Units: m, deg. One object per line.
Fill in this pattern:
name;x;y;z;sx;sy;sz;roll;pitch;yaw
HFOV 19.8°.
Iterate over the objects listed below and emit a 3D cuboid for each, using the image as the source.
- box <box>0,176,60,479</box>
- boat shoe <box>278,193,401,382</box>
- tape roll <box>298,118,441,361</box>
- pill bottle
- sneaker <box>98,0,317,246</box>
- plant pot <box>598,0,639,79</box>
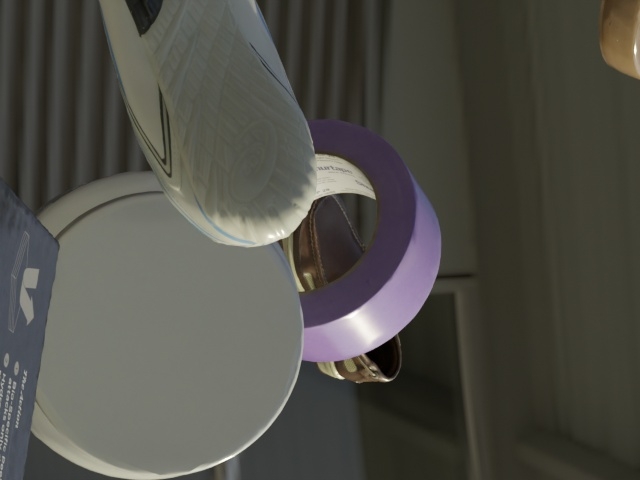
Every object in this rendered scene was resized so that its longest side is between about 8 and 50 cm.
box;-0.172;0.050;0.705;0.158;0.093;0.156;68;27;-72
boat shoe;0.033;0.045;1.849;0.095;0.095;0.257;18;-35;31
tape roll;0.000;0.000;1.525;0.189;0.080;0.189;-8;-116;18
pill bottle;-0.125;0.055;1.267;0.361;0.204;0.204;-174;-97;-79
sneaker;-0.068;-0.109;0.843;0.086;0.085;0.237;2;-69;62
plant pot;0.301;-0.207;1.289;0.109;0.237;0.237;30;-60;22
